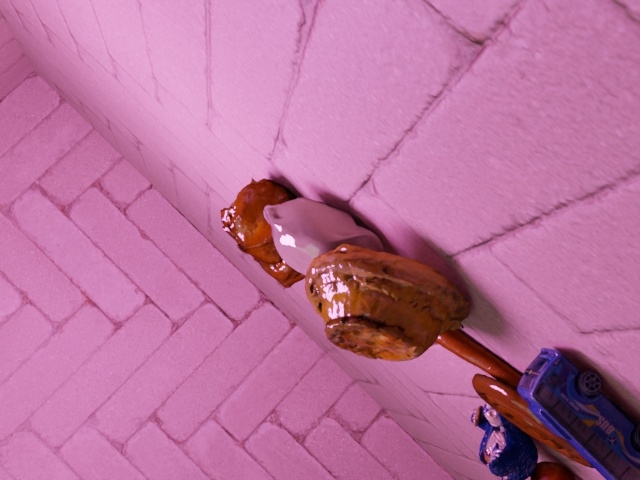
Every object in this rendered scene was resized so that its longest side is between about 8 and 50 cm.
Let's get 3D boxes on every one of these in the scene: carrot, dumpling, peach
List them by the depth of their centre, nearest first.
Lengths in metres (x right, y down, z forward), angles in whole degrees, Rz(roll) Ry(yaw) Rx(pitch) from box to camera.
[{"bbox_3d":[0.270,0.200,1.345,0.248,0.043,0.043,34,164,35],"label":"carrot"},{"bbox_3d":[0.000,0.000,1.356,0.250,0.132,0.162,20,149,26],"label":"dumpling"},{"bbox_3d":[0.483,0.511,1.571,0.101,0.101,0.100,42,167,11],"label":"peach"}]

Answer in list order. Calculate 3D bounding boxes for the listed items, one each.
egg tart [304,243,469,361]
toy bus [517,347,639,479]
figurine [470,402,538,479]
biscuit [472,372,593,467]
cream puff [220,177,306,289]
[{"bbox_3d":[0.096,0.120,1.239,0.294,0.123,0.294,15,155,7],"label":"egg tart"},{"bbox_3d":[0.381,0.257,1.051,0.236,0.094,0.079,44,168,0],"label":"toy bus"},{"bbox_3d":[0.384,0.418,1.558,0.262,0.121,0.164,70,-172,-47],"label":"figurine"},{"bbox_3d":[0.376,0.319,1.321,0.262,0.037,0.262,34,170,7],"label":"biscuit"},{"bbox_3d":[-0.098,-0.024,1.550,0.241,0.155,0.269,41,175,39],"label":"cream puff"}]
